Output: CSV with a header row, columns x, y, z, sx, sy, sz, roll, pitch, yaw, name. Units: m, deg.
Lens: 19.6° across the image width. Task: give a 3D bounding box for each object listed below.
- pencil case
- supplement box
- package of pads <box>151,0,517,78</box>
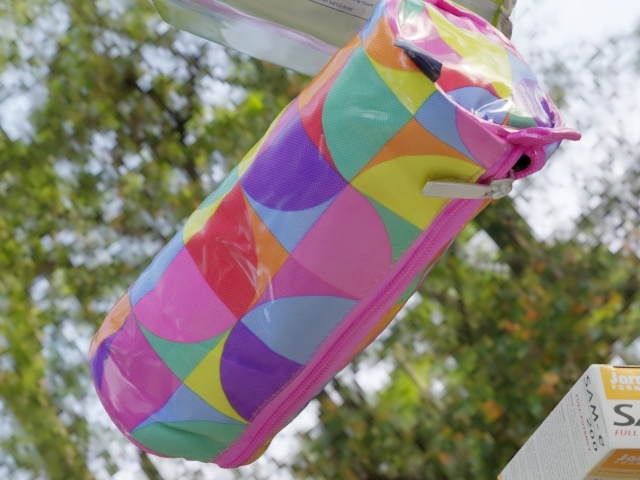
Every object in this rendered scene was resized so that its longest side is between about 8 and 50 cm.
x,y,z,sx,sy,sz,roll,pitch,yaw,name
0.000,0.000,0.788,0.104,0.104,0.236,5,-45,-49,pencil case
0.115,0.086,0.707,0.062,0.036,0.098,2,-32,-17,supplement box
0.007,-0.158,1.140,0.296,0.229,0.101,24,-94,-89,package of pads
